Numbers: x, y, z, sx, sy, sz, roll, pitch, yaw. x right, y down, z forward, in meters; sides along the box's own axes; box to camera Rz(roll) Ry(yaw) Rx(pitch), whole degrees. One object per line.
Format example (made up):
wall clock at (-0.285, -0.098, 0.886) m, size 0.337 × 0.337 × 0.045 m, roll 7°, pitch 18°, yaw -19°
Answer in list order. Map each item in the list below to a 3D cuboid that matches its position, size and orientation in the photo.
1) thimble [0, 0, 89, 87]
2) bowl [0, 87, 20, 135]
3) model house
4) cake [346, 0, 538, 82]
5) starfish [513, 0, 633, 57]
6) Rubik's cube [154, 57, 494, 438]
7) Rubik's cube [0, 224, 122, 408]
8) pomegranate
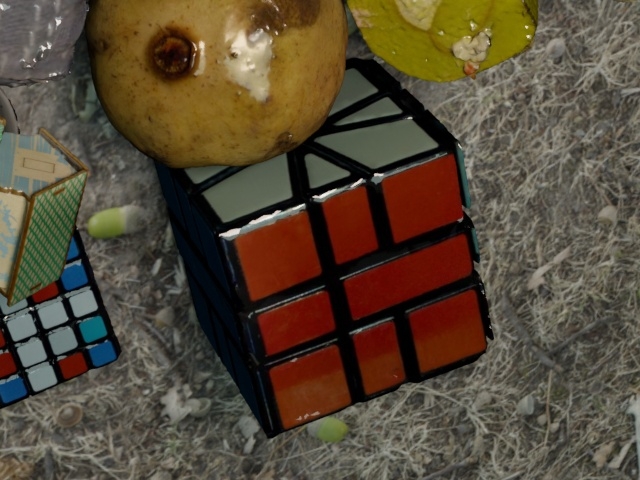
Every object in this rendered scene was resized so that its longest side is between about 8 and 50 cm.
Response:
thimble at (-0.323, -0.270, 1.826) m, size 0.172 × 0.205 × 0.236 m, roll 10°, pitch 80°, yaw -26°
bowl at (-0.416, -0.118, 1.944) m, size 0.189 × 0.086 × 0.189 m, roll -10°, pitch 121°, yaw -17°
model house at (-0.335, -0.043, 1.796) m, size 0.206 × 0.271 × 0.178 m, roll 13°, pitch 117°, yaw -12°
cake at (0.109, -0.290, 1.892) m, size 0.179 × 0.156 × 0.260 m, roll -18°, pitch 130°, yaw 20°
starfish at (0.180, -0.317, 2.036) m, size 0.327 × 0.094 × 0.375 m, roll -10°, pitch 147°, yaw 20°
Rubik's cube at (0.000, 0.000, 2.058) m, size 0.293 × 0.288 × 0.283 m, roll -17°, pitch 120°, yaw -11°
Rubik's cube at (-0.341, 0.051, 2.004) m, size 0.187 × 0.182 × 0.184 m, roll -24°, pitch 121°, yaw -9°
pomegranate at (-0.108, -0.211, 1.906) m, size 0.281 × 0.281 × 0.281 m, roll -9°, pitch 119°, yaw -18°
